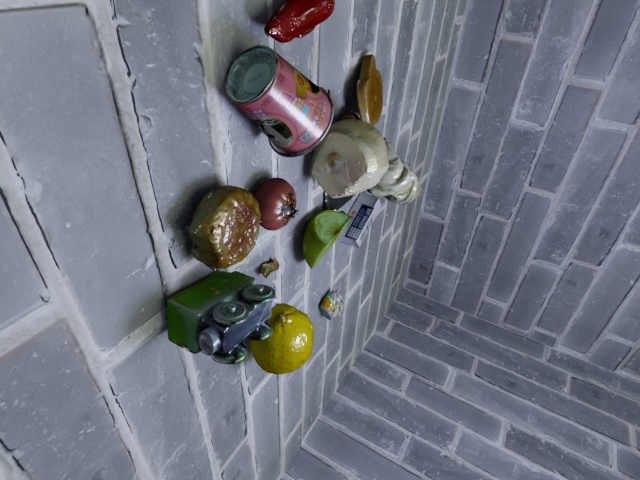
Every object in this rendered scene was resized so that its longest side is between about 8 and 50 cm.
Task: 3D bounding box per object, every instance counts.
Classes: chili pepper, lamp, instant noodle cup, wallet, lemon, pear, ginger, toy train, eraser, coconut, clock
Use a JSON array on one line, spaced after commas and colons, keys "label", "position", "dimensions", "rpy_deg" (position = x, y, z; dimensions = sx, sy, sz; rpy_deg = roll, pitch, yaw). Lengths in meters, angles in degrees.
[{"label": "chili pepper", "position": [-0.048, -0.655, 1.140], "dimensions": [0.387, 0.110, 0.110], "rpy_deg": [-53, 152, -33]}, {"label": "lamp", "position": [-0.147, -0.119, 1.341], "dimensions": [0.182, 0.140, 0.182], "rpy_deg": [-45, 143, -48]}, {"label": "instant noodle cup", "position": [-0.118, -0.386, 1.101], "dimensions": [0.255, 0.244, 0.243], "rpy_deg": [26, 86, -60]}, {"label": "wallet", "position": [0.090, -0.226, 1.889], "dimensions": [0.245, 0.052, 0.168], "rpy_deg": [-43, 143, -41]}, {"label": "lemon", "position": [-0.155, 0.387, 1.606], "dimensions": [0.268, 0.268, 0.321], "rpy_deg": [-42, 145, -47]}, {"label": "pear", "position": [-0.005, 0.000, 1.773], "dimensions": [0.288, 0.139, 0.239], "rpy_deg": [-47, 164, -49]}, {"label": "ginger", "position": [-0.196, 0.106, 1.550], "dimensions": [0.137, 0.044, 0.057], "rpy_deg": [-31, 107, -64]}, {"label": "toy train", "position": [-0.281, 0.217, 1.190], "dimensions": [0.307, 0.249, 0.173], "rpy_deg": [-32, 134, -56]}, {"label": "eraser", "position": [0.208, -0.110, 2.140], "dimensions": [0.287, 0.130, 0.086], "rpy_deg": [-59, 152, -18]}, {"label": "coconut", "position": [0.121, -0.322, 1.560], "dimensions": [0.254, 0.297, 0.297], "rpy_deg": [-36, 141, -54]}, {"label": "clock", "position": [0.072, 0.368, 2.276], "dimensions": [0.144, 0.103, 0.231], "rpy_deg": [-48, 149, -23]}]

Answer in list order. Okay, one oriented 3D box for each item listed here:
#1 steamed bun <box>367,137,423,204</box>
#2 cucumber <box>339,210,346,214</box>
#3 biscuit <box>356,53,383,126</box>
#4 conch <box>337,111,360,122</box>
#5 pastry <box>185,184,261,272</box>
[{"label": "steamed bun", "position": [0.341, -0.328, 2.086], "dimensions": [0.237, 0.394, 0.346], "rpy_deg": [-39, -157, 9]}, {"label": "cucumber", "position": [0.056, -0.060, 1.928], "dimensions": [0.227, 0.069, 0.069], "rpy_deg": [-51, 151, -31]}, {"label": "biscuit", "position": [0.208, -0.640, 1.720], "dimensions": [0.343, 0.057, 0.287], "rpy_deg": [-61, 147, -52]}, {"label": "conch", "position": [0.124, -0.500, 1.686], "dimensions": [0.233, 0.086, 0.080], "rpy_deg": [-44, 122, -57]}, {"label": "pastry", "position": [-0.275, -0.042, 1.157], "dimensions": [0.235, 0.121, 0.257], "rpy_deg": [-56, 152, -36]}]
